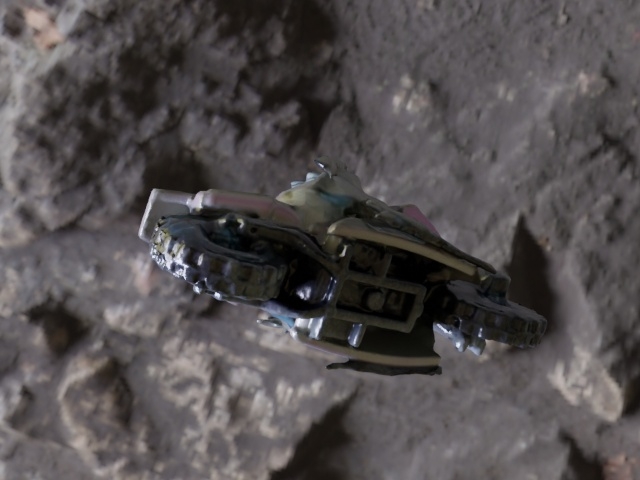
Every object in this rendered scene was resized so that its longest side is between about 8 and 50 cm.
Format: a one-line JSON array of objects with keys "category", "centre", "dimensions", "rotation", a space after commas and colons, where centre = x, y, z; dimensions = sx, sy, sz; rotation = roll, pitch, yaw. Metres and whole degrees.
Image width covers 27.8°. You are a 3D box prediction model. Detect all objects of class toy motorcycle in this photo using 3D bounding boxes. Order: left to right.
[{"category": "toy motorcycle", "centre": [-0.002, 0.006, 0.783], "dimensions": [0.239, 0.108, 0.204], "rotation": [30, -172, -29]}]
